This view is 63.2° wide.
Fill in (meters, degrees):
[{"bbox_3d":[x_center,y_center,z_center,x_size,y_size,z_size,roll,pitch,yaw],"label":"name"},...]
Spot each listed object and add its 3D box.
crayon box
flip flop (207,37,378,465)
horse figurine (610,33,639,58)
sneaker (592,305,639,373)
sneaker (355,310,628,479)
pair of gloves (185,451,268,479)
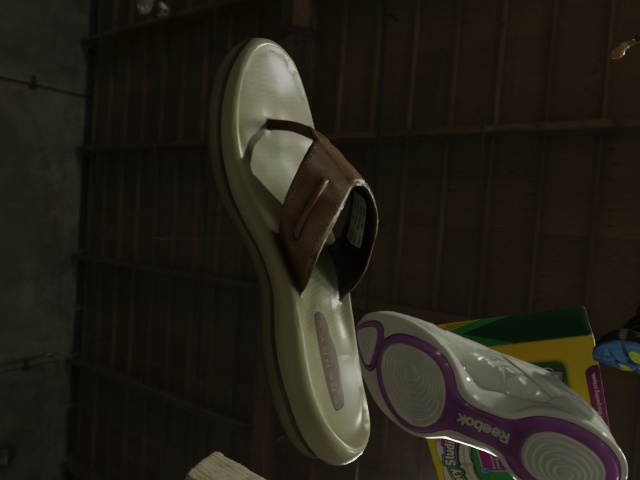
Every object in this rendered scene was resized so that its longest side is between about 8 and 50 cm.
[{"bbox_3d":[0.347,0.317,0.955,0.313,0.106,0.362,-11,-71,22],"label":"crayon box"},{"bbox_3d":[0.000,0.000,0.337,0.080,0.112,0.276,-18,-103,29],"label":"flip flop"},{"bbox_3d":[0.441,-0.237,0.537,0.263,0.174,0.066,21,-39,44],"label":"horse figurine"},{"bbox_3d":[0.358,0.108,0.582,0.067,0.188,0.078,9,-90,46],"label":"sneaker"},{"bbox_3d":[0.177,0.175,0.595,0.305,0.152,0.114,28,-75,23],"label":"sneaker"},{"bbox_3d":[-0.083,0.337,0.551,0.204,0.240,0.042,24,-76,10],"label":"pair of gloves"}]
